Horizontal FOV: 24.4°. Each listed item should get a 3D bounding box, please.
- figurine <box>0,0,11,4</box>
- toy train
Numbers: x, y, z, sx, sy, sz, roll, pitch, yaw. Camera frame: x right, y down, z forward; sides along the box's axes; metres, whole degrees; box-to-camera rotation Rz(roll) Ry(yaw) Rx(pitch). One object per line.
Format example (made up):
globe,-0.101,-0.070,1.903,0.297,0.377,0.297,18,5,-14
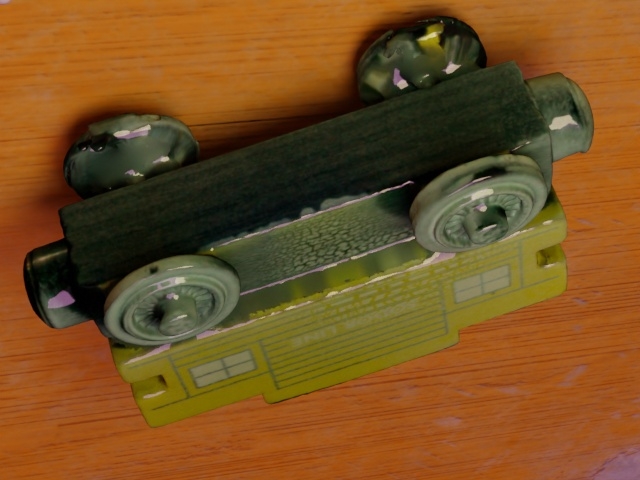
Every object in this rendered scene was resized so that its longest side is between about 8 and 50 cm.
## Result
figurine,-0.187,-0.243,0.822,0.141,0.162,0.237,-15,121,1
toy train,0.000,0.000,1.160,0.442,0.179,0.272,-18,148,-2
